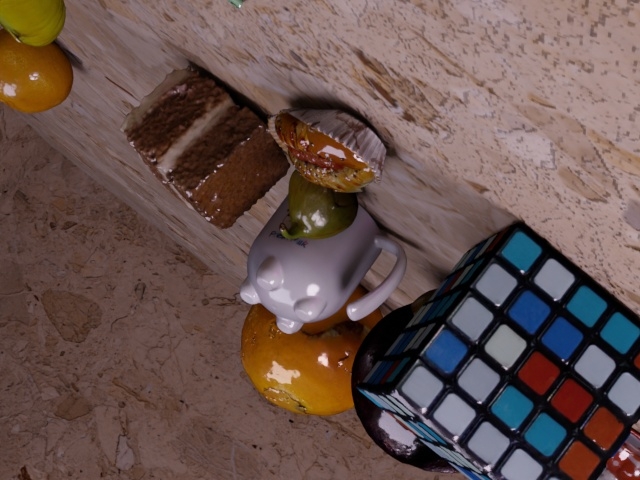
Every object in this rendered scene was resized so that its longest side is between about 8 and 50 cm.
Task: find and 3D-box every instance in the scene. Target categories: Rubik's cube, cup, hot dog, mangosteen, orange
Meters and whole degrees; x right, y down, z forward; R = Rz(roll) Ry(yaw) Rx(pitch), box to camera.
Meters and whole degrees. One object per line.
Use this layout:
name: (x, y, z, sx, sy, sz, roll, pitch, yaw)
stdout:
Rubik's cube: (0.167, 0.119, 0.841, 0.187, 0.182, 0.184, 40, 170, 0)
cup: (0.000, 0.038, 1.118, 0.173, 0.142, 0.134, 31, 148, 6)
hot dog: (0.004, -0.086, 0.897, 0.099, 0.053, 0.192, 39, 174, -23)
mangosteen: (0.151, 0.150, 1.078, 0.211, 0.211, 0.250, 39, 139, 5)
orange: (-0.506, -0.291, 1.629, 0.159, 0.136, 0.159, 38, 174, 5)
orange: (-0.010, 0.169, 1.559, 0.246, 0.246, 0.246, 38, 170, 8)

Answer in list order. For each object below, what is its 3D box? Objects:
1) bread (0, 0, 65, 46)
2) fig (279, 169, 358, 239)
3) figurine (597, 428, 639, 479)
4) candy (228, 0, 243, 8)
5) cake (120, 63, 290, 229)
bread: (-0.350, -0.324, 0.956, 0.166, 0.112, 0.383, 41, 172, 5)
fig: (-0.006, -0.034, 1.035, 0.082, 0.098, 0.084, 34, 168, 17)
figurine: (0.324, 0.349, 1.178, 0.183, 0.226, 0.160, 44, 168, -26)
candy: (-0.137, -0.244, 0.744, 0.194, 0.062, 0.058, 35, 129, -28)
cake: (-0.135, -0.110, 1.102, 0.147, 0.134, 0.135, 45, 173, 24)
